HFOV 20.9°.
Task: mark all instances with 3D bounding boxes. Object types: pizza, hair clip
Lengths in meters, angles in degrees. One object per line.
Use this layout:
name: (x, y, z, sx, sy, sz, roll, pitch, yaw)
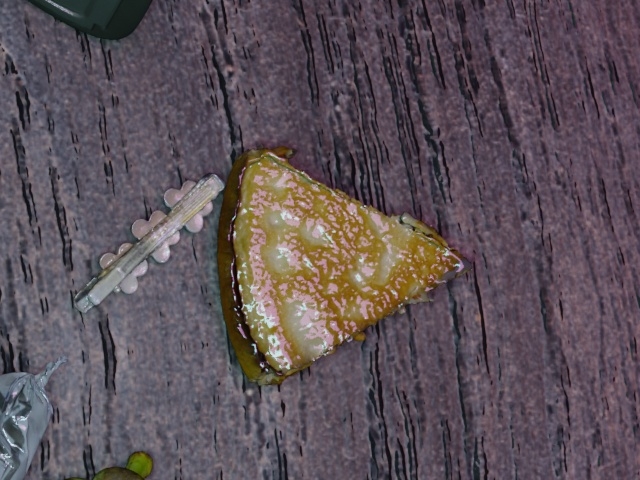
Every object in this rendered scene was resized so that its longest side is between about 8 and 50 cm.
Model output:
pizza: (0.000, 0.000, 1.922, 0.288, 0.074, 0.251, -25, 92, -21)
hair clip: (-0.187, 0.004, 1.884, 0.214, 0.056, 0.062, -46, 108, -26)

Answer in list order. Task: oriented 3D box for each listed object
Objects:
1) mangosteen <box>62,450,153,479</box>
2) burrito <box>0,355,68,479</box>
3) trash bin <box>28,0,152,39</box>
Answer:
mangosteen: (-0.209, 0.298, 1.778, 0.156, 0.146, 0.181, 22, 76, -9)
burrito: (-0.407, 0.285, 1.748, 0.139, 0.101, 0.445, 33, 76, 3)
trash bin: (-0.234, -0.389, 1.853, 0.219, 0.220, 0.250, 29, 68, -12)
